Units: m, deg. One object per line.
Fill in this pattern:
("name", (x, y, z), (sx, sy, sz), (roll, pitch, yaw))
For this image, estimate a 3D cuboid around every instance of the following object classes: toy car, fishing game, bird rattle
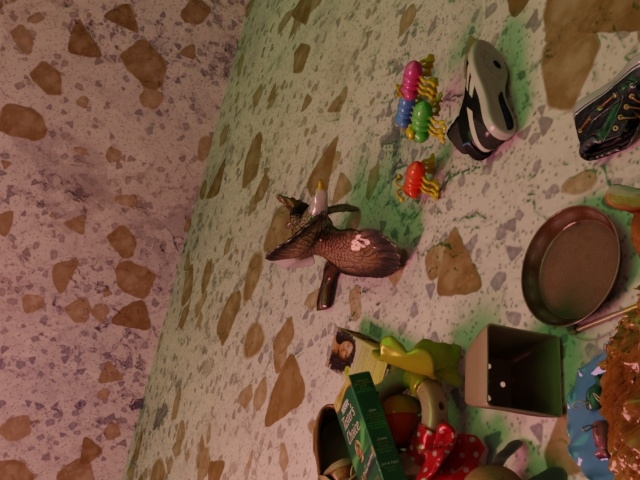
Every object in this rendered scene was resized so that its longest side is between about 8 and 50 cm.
("toy car", (0.225, 0.348, 0.905), (0.188, 0.149, 0.155), (-47, 31, -9))
("fishing game", (0.343, 0.193, 0.800), (0.189, 0.041, 0.264), (-36, 38, 55))
("bird rattle", (0.153, 0.277, 1.077), (0.207, 0.143, 0.253), (-41, 52, 48))

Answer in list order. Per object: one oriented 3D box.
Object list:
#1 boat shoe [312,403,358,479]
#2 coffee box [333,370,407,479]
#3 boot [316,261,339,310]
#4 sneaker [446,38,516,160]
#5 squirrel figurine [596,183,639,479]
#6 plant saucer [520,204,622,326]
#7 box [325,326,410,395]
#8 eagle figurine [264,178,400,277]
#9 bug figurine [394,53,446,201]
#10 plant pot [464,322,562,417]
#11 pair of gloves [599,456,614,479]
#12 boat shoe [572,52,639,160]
("boat shoe", (0.046, 0.406, 1.149), (0.123, 0.120, 0.324), (-27, 36, 4))
("coffee box", (0.073, 0.307, 1.075), (0.113, 0.040, 0.184), (109, 149, -53))
("boot", (0.022, 0.102, 1.540), (0.106, 0.037, 0.114), (152, 134, -74))
("sneaker", (0.261, -0.237, 1.215), (0.121, 0.079, 0.217), (-43, 38, 48))
("squirrel figurine", (0.352, 0.033, 0.529), (0.397, 0.281, 0.370), (-37, 13, -13))
("plant saucer", (0.338, 0.036, 0.940), (0.168, 0.029, 0.168), (-43, 39, 48))
("box", (0.089, 0.229, 1.297), (0.232, 0.058, 0.087), (13, 87, 65))
("eagle figurine", (-0.002, -0.010, 1.400), (0.226, 0.225, 0.298), (-30, 31, -1))
("bug figurine", (0.178, -0.219, 1.326), (0.216, 0.072, 0.279), (94, 176, -51))
("plant pot", (0.249, 0.183, 0.948), (0.096, 0.109, 0.109), (131, 148, -63))
("pair of gloves", (0.355, 0.262, 0.781), (0.074, 0.010, 0.083), (-61, 29, 17))
("boat shoe", (0.404, -0.173, 0.906), (0.183, 0.065, 0.083), (137, 141, -58))
